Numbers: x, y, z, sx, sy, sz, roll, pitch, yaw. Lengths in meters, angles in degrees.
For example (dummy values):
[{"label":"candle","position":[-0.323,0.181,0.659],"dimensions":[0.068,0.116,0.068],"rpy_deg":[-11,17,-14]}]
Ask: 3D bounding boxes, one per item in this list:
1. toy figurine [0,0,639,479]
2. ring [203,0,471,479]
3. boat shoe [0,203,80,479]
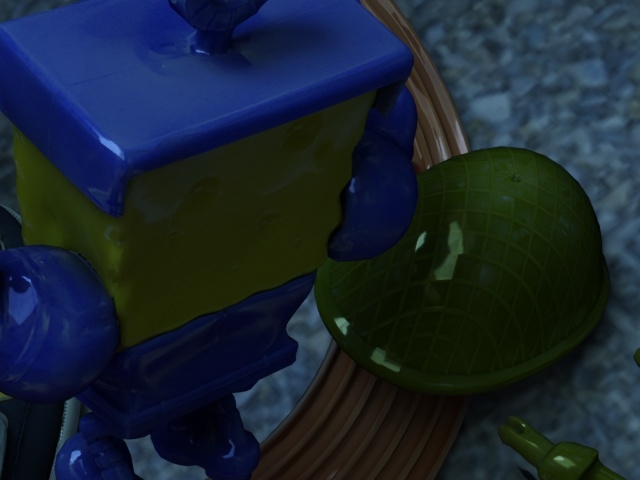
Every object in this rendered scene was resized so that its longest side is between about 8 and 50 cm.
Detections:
[{"label":"toy figurine","position":[0.000,0.000,0.585],"dimensions":[0.362,0.217,0.191],"rpy_deg":[-21,45,-33]},{"label":"ring","position":[-0.096,-0.005,0.728],"dimensions":[0.336,0.032,0.337],"rpy_deg":[7,68,-18]},{"label":"boat shoe","position":[-0.155,0.089,0.758],"dimensions":[0.095,0.079,0.255],"rpy_deg":[-7,63,24]}]
